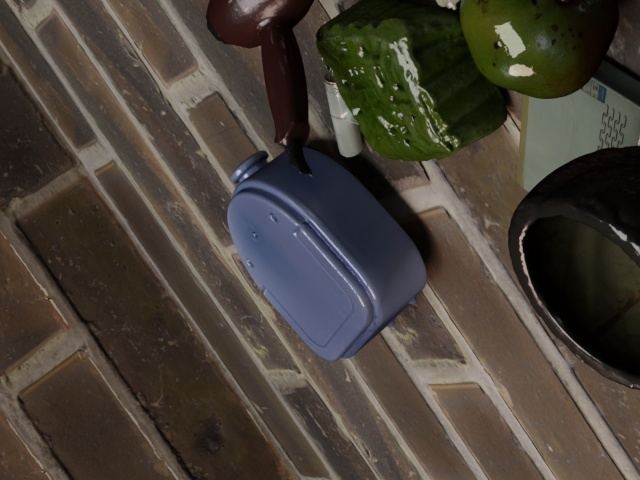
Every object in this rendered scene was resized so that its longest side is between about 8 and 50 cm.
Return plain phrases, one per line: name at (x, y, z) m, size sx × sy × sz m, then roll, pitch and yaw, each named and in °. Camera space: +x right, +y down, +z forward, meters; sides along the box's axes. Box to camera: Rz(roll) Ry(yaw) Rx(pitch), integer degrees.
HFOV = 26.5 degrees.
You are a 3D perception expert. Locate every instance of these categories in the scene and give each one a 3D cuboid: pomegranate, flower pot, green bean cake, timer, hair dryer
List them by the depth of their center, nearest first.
flower pot at (0.382, -0.014, 1.459) m, size 0.266 × 0.267 × 0.266 m, roll 41°, pitch 155°, yaw 24°
pomegranate at (0.234, -0.242, 1.534) m, size 0.180 × 0.180 × 0.209 m, roll 55°, pitch 159°, yaw -4°
hair dryer at (-0.022, -0.259, 1.814) m, size 0.312 × 0.123 × 0.340 m, roll -27°, pitch 68°, yaw 45°
green bean cake at (0.121, -0.218, 1.836) m, size 0.248 × 0.125 × 0.222 m, roll 6°, pitch 129°, yaw 60°
hair dryer at (0.085, -0.170, 2.088) m, size 0.183 × 0.044 × 0.155 m, roll 31°, pitch 151°, yaw 35°
timer at (0.000, 0.000, 2.316) m, size 0.395 × 0.173 × 0.395 m, roll 42°, pitch 156°, yaw 23°

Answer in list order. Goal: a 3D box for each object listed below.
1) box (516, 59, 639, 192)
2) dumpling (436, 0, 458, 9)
box at (0.332, -0.119, 1.684) m, size 0.211 × 0.045 × 0.270 m, roll 38°, pitch 153°, yaw 31°
dumpling at (0.156, -0.391, 1.559) m, size 0.216 × 0.126 × 0.166 m, roll 61°, pitch -173°, yaw -53°
